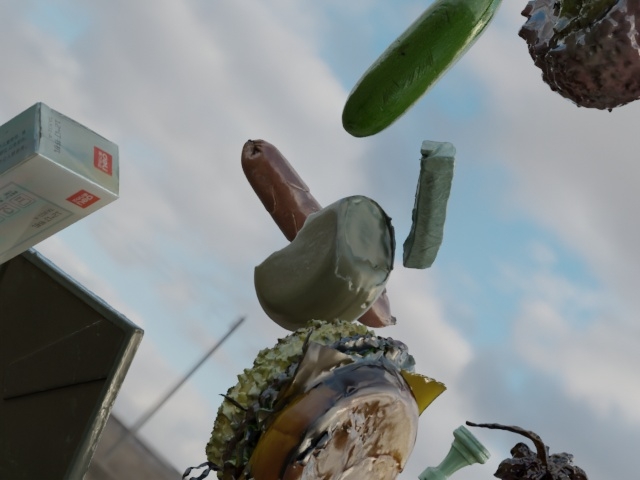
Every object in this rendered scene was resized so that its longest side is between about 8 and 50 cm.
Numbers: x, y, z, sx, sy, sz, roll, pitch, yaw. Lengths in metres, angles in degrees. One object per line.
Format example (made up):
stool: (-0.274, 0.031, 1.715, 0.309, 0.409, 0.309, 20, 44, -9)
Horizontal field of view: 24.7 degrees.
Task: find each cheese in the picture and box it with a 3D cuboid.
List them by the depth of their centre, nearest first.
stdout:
cheese: (-0.003, 0.040, 1.882, 0.202, 0.175, 0.091, -26, -47, 35)

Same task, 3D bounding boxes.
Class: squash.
squash: (0.135, -0.246, 1.943, 0.082, 0.292, 0.082, 42, 14, -13)

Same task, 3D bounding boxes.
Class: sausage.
sausage: (-0.002, 0.001, 2.476, 0.433, 0.088, 0.088, 52, -14, -23)

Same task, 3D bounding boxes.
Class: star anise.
star anise: (0.289, 0.306, 2.062, 0.191, 0.097, 0.070, 19, -52, 17)

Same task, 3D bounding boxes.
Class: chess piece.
chess piece: (0.194, 0.329, 2.155, 0.067, 0.103, 0.067, 47, -5, 6)

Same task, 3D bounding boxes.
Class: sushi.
sushi: (0.267, -0.220, 1.205, 0.107, 0.241, 0.161, 37, 11, -28)

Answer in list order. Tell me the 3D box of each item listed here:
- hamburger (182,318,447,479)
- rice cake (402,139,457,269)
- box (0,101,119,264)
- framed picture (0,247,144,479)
hamburger: (-0.014, 0.184, 1.415, 0.139, 0.243, 0.262, 36, 8, 38)
rice cake: (0.130, -0.040, 1.746, 0.045, 0.042, 0.245, 3, -32, 0)
box: (-0.375, -0.055, 1.727, 0.135, 0.269, 0.079, 30, 45, -42)
framed picture: (-0.412, 0.198, 2.052, 0.028, 0.326, 0.446, 22, 4, -38)
